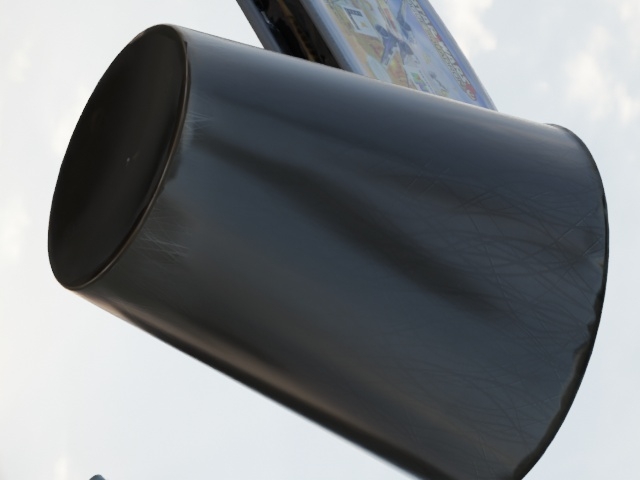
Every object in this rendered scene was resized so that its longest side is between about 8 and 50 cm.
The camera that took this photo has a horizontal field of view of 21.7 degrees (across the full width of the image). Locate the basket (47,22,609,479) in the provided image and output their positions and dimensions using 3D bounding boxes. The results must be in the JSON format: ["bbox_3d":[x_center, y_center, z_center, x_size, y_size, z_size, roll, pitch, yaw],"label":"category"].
[{"bbox_3d":[0.000,0.000,0.789,0.154,0.227,0.204,-19,-124,55],"label":"basket"}]

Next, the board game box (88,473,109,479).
[{"bbox_3d":[-0.065,0.283,1.014,0.303,0.097,0.224,48,-10,3],"label":"board game box"}]

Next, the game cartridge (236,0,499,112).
[{"bbox_3d":[0.033,-0.133,1.159,0.062,0.198,0.297,-42,-112,30],"label":"game cartridge"}]
